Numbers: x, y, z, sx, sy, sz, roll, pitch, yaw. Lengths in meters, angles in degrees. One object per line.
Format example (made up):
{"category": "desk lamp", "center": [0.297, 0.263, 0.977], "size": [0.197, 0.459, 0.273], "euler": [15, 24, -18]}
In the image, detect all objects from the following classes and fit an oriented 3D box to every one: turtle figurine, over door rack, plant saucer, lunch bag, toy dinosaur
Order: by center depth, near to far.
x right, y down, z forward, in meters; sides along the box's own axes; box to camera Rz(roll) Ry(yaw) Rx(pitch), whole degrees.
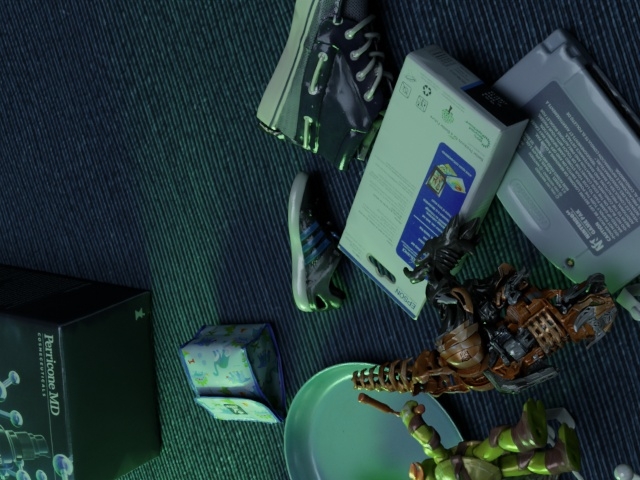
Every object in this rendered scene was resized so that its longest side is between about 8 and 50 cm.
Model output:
{"category": "over door rack", "center": [0.362, 0.238, 1.416], "size": [0.239, 0.108, 0.324], "euler": [-62, 34, 30]}
{"category": "turtle figurine", "center": [0.183, 0.256, 1.459], "size": [0.217, 0.087, 0.269], "euler": [-27, 116, 37]}
{"category": "toy dinosaur", "center": [0.186, 0.101, 1.472], "size": [0.322, 0.218, 0.164], "euler": [-10, 137, 3]}
{"category": "plant saucer", "center": [0.088, 0.321, 1.760], "size": [0.317, 0.043, 0.318], "euler": [10, 108, 32]}
{"category": "lunch bag", "center": [-0.126, 0.208, 1.849], "size": [0.129, 0.096, 0.151], "euler": [-2, 116, 32]}

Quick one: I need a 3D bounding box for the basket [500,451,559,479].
{"category": "basket", "center": [0.250, 0.364, 1.618], "size": [0.103, 0.113, 0.167], "euler": [7, 107, 31]}

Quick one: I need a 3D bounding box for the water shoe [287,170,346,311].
{"category": "water shoe", "center": [0.000, 0.000, 1.725], "size": [0.080, 0.073, 0.203], "euler": [0, 106, 9]}

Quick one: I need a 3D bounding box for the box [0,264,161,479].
{"category": "box", "center": [-0.484, 0.220, 2.019], "size": [0.395, 0.212, 0.294], "euler": [7, 107, 32]}

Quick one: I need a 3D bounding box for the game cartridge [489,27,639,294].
{"category": "game cartridge", "center": [0.310, -0.084, 1.487], "size": [0.196, 0.060, 0.294], "euler": [-40, 79, 32]}

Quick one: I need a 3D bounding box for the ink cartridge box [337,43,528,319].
{"category": "ink cartridge box", "center": [0.135, -0.069, 1.568], "size": [0.165, 0.065, 0.333], "euler": [44, 136, 24]}

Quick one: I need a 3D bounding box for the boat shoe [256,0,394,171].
{"category": "boat shoe", "center": [0.045, -0.251, 1.589], "size": [0.158, 0.127, 0.340], "euler": [34, 128, 15]}
